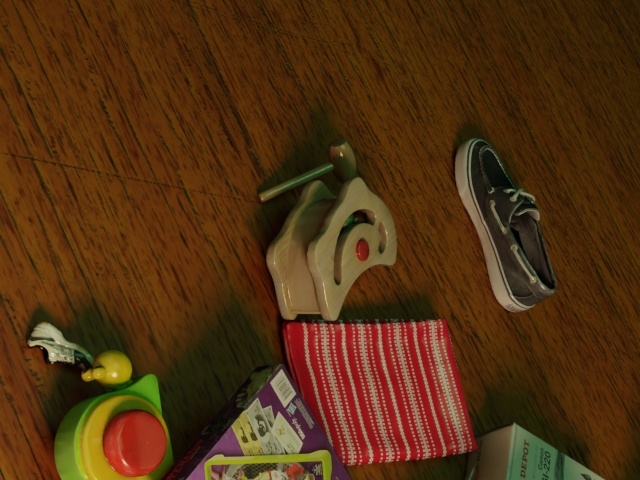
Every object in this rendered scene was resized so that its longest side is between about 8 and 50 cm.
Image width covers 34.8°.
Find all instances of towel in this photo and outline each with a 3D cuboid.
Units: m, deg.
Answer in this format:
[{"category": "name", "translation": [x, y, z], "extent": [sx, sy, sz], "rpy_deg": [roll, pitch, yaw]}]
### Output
[{"category": "towel", "translation": [0.080, 0.196, 1.360], "extent": [0.275, 0.031, 0.199], "rpy_deg": [2, 66, -31]}]

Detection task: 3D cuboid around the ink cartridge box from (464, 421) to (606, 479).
[{"category": "ink cartridge box", "translation": [0.307, 0.376, 1.422], "extent": [0.218, 0.092, 0.158], "rpy_deg": [32, 50, -19]}]

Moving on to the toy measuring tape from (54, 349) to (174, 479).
[{"category": "toy measuring tape", "translation": [-0.208, 0.277, 1.056], "extent": [0.121, 0.121, 0.330], "rpy_deg": [-2, 77, -40]}]

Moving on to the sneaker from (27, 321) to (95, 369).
[{"category": "sneaker", "translation": [-0.286, 0.127, 1.128], "extent": [0.083, 0.032, 0.037], "rpy_deg": [37, 62, -11]}]

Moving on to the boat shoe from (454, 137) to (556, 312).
[{"category": "boat shoe", "translation": [0.305, -0.040, 1.645], "extent": [0.108, 0.102, 0.301], "rpy_deg": [5, 64, -37]}]

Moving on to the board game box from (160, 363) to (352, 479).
[{"category": "board game box", "translation": [-0.028, 0.336, 1.136], "extent": [0.347, 0.056, 0.208], "rpy_deg": [62, 39, -18]}]

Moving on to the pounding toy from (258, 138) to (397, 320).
[{"category": "pounding toy", "translation": [0.000, 0.000, 1.396], "extent": [0.154, 0.155, 0.269], "rpy_deg": [62, 41, -34]}]
